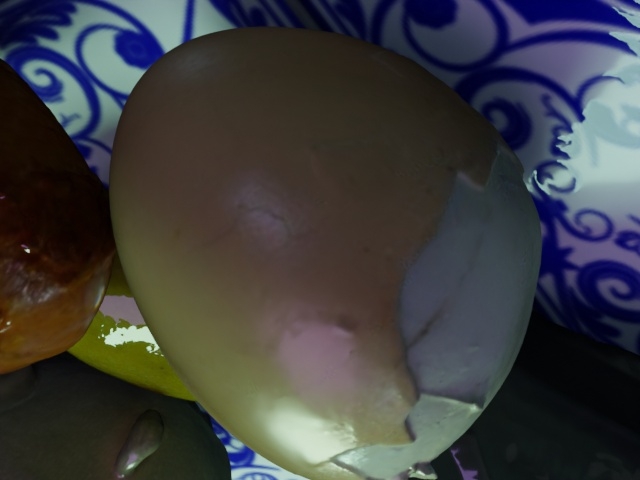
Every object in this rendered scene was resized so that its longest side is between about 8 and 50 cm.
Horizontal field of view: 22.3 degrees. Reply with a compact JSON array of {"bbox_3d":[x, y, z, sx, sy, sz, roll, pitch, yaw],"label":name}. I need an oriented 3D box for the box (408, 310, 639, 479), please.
[{"bbox_3d":[0.157,0.240,0.919,0.350,0.091,0.359,28,122,30],"label":"box"}]

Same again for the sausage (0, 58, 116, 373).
[{"bbox_3d":[-0.218,-0.037,0.872,0.268,0.141,0.153,45,107,35],"label":"sausage"}]

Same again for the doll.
[{"bbox_3d":[-0.231,0.174,1.101,0.349,0.247,0.247,9,139,41],"label":"doll"}]

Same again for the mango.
[{"bbox_3d":[-0.077,0.048,0.984,0.194,0.092,0.130,30,138,-12],"label":"mango"}]

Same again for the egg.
[{"bbox_3d":[0.000,0.000,0.809,0.244,0.201,0.201,44,139,6],"label":"egg"}]
